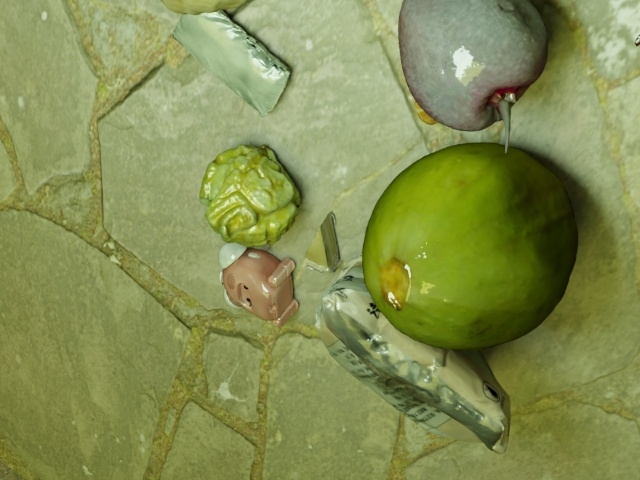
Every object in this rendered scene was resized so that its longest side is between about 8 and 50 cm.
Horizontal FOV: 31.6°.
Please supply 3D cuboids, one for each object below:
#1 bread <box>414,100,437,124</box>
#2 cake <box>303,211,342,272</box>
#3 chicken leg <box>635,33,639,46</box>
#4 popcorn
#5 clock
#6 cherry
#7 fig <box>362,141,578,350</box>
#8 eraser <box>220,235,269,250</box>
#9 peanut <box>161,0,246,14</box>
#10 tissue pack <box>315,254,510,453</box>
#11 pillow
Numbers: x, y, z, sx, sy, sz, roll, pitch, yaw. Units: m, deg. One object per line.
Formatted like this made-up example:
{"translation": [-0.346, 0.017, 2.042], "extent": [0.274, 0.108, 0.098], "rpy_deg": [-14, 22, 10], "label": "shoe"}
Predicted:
{"translation": [0.211, -0.220, 1.756], "extent": [0.157, 0.044, 0.052], "rpy_deg": [-17, 109, 44], "label": "bread"}
{"translation": [0.000, 0.000, 2.109], "extent": [0.065, 0.052, 0.121], "rpy_deg": [19, 136, 26], "label": "cake"}
{"translation": [0.511, -0.256, 1.476], "extent": [0.177, 0.083, 0.322], "rpy_deg": [40, 142, 15], "label": "chicken leg"}
{"translation": [-0.131, -0.077, 2.063], "extent": [0.187, 0.167, 0.185], "rpy_deg": [56, 179, 36], "label": "popcorn"}
{"translation": [-0.136, 0.088, 2.265], "extent": [0.162, 0.093, 0.166], "rpy_deg": [20, 137, 26], "label": "clock"}
{"translation": [0.217, -0.266, 1.603], "extent": [0.266, 0.183, 0.213], "rpy_deg": [49, 126, 8], "label": "cherry"}
{"translation": [0.216, 0.012, 1.741], "extent": [0.343, 0.343, 0.343], "rpy_deg": [21, 136, 21], "label": "fig"}
{"translation": [-0.143, -0.004, 2.183], "extent": [0.065, 0.105, 0.026], "rpy_deg": [22, 92, 22], "label": "eraser"}
{"translation": [-0.140, -0.459, 1.719], "extent": [0.174, 0.158, 0.340], "rpy_deg": [45, 141, -5], "label": "peanut"}
{"translation": [0.148, 0.196, 1.966], "extent": [0.390, 0.195, 0.375], "rpy_deg": [39, -175, -5], "label": "tissue pack"}
{"translation": [-0.153, -0.319, 1.938], "extent": [0.229, 0.051, 0.128], "rpy_deg": [43, 137, 0], "label": "pillow"}
